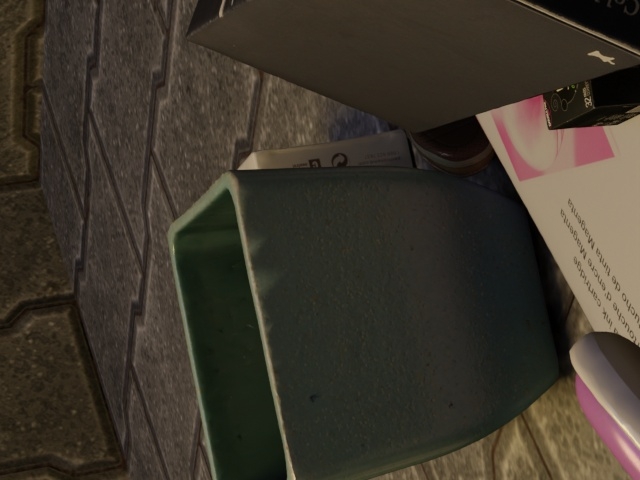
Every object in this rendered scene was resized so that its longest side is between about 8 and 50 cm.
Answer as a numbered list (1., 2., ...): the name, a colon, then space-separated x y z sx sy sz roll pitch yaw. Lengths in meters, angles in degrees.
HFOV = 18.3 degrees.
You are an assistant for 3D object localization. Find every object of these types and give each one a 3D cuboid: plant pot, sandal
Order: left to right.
1. plant pot: 0.042 0.070 1.583 0.247 0.252 0.248 147 113 -71
2. sandal: 0.222 0.202 0.988 0.416 0.102 0.169 47 -176 -37

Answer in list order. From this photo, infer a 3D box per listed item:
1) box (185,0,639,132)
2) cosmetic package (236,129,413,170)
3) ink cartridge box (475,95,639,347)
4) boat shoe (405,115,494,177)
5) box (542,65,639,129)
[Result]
1. box: 0.088 -0.254 1.174 0.343 0.179 0.312 167 122 -71
2. cosmetic package: 0.000 0.000 1.850 0.183 0.151 0.151 142 118 -69
3. ink cartridge box: 0.197 -0.041 1.345 0.330 0.071 0.324 101 154 -45
4. boat shoe: 0.105 -0.086 1.639 0.190 0.068 0.072 -112 7 -63
5. box: 0.167 -0.115 1.210 0.062 0.052 0.083 153 110 -67
